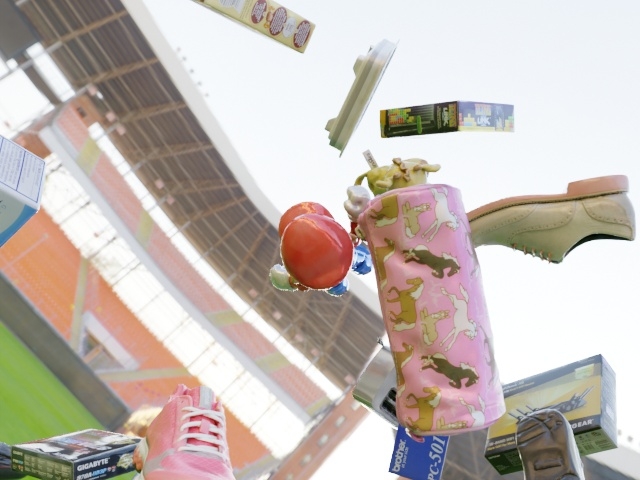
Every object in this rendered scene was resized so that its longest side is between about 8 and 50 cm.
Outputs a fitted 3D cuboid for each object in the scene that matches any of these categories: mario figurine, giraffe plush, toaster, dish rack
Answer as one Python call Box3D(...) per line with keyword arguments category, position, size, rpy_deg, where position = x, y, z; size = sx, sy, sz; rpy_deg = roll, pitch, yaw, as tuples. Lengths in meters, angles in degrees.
Box3D(category="mario figurine", position=(0.000, 0.000, 1.160), size=(0.170, 0.198, 0.320), rpy_deg=(15, -8, 15))
Box3D(category="giraffe plush", position=(0.180, -0.114, 1.410), size=(0.210, 0.181, 0.170), rpy_deg=(43, -7, -11))
Box3D(category="toaster", position=(0.189, 0.375, 1.718), size=(0.186, 0.168, 0.110), rpy_deg=(42, -15, -23))
Box3D(category="dish rack", position=(0.101, -0.376, 1.688), size=(0.072, 0.333, 0.285), rpy_deg=(26, -64, 1))

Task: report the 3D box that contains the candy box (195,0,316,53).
Box3D(category="candy box", position=(-0.186, -0.571, 1.638), size=(0.316, 0.087, 0.183), rpy_deg=(15, 16, -44))

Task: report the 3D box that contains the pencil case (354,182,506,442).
Box3D(category="pencil case", position=(0.170, 0.109, 1.032), size=(0.167, 0.160, 0.386), rpy_deg=(-16, -96, 37))

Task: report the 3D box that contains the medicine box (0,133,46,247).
Box3D(category="medicine box", position=(-0.702, -0.096, 1.206), size=(0.289, 0.263, 0.149), rpy_deg=(37, 25, -37))

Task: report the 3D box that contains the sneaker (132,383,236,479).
Box3D(category="sneaker", position=(-0.169, 0.253, 0.845), size=(0.116, 0.136, 0.314), rpy_deg=(22, -10, -21))

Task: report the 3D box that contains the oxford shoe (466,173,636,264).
Box3D(category="oxford shoe", position=(0.428, -0.017, 1.348), size=(0.140, 0.397, 0.146), rpy_deg=(17, 60, -68))

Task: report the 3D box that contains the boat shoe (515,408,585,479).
Box3D(category="boat shoe", position=(0.412, 0.447, 1.144), size=(0.122, 0.324, 0.120), rpy_deg=(-18, -58, 29))

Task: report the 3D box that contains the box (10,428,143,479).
Box3D(category="box", position=(-0.454, 0.411, 1.276), size=(0.220, 0.175, 0.051), rpy_deg=(-4, -94, 39))

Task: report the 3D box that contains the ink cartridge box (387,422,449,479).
Box3D(category="ink cartridge box", position=(0.198, 0.344, 1.256), size=(0.097, 0.207, 0.046), rpy_deg=(11, -8, 15))

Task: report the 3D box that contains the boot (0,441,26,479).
Box3D(category="boot", position=(-0.953, 0.700, 1.630), size=(0.367, 0.445, 0.146), rpy_deg=(26, -34, -23))

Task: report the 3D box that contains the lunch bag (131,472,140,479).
Box3D(category="lunch bag", position=(-0.231, 0.438, 1.113), size=(0.090, 0.176, 0.219), rpy_deg=(15, -58, 26))

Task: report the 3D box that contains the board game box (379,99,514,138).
Box3D(category="board game box", position=(0.197, -0.185, 1.033), size=(0.141, 0.170, 0.048), rpy_deg=(1, -83, 42))

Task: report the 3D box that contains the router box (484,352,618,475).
Box3D(category="router box", position=(0.568, 0.429, 1.647), size=(0.309, 0.243, 0.081), rpy_deg=(-30, -72, 35))
